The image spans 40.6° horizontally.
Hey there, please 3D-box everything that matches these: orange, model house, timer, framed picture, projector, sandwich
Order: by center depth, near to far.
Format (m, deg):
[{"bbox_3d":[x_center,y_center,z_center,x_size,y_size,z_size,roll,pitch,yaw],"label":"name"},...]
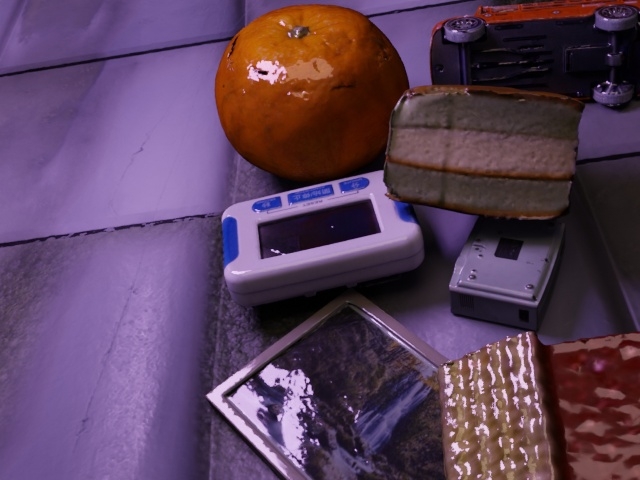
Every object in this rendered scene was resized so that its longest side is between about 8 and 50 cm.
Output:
[{"bbox_3d":[0.217,0.200,0.813,0.254,0.160,0.196,-4,52,5],"label":"model house"},{"bbox_3d":[0.054,0.199,0.968,0.240,0.020,0.324,-34,47,-22],"label":"framed picture"},{"bbox_3d":[0.233,0.030,1.072,0.115,0.061,0.147,10,47,24],"label":"projector"},{"bbox_3d":[0.208,-0.120,1.118,0.227,0.155,0.198,7,12,9],"label":"sandwich"},{"bbox_3d":[0.000,0.000,1.132,0.253,0.078,0.178,-12,37,1],"label":"timer"},{"bbox_3d":[-0.013,-0.214,1.262,0.283,0.226,0.284,-3,44,3],"label":"orange"}]

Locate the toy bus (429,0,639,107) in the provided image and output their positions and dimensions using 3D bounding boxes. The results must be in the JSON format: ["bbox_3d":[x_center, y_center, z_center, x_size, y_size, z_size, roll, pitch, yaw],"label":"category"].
[{"bbox_3d":[0.336,-0.294,1.332,0.329,0.143,0.153,-3,34,12],"label":"toy bus"}]
